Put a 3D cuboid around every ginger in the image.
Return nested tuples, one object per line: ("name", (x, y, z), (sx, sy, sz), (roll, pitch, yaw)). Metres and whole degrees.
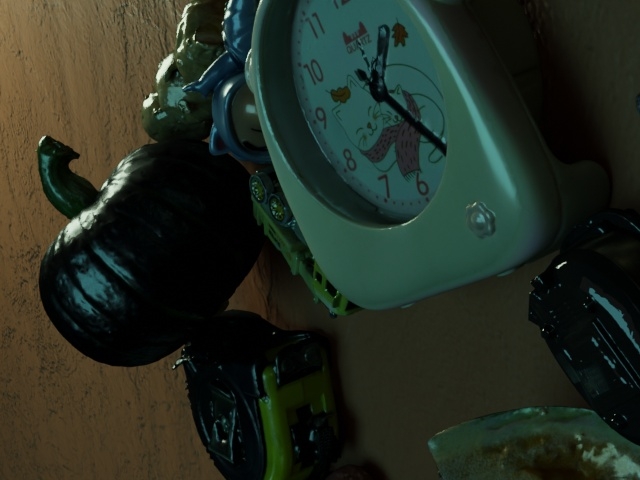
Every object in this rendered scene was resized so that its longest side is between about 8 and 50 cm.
("ginger", (-0.122, -0.159, 1.399), (0.204, 0.080, 0.104), (121, 155, -51))

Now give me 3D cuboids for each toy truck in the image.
("toy truck", (0.000, 0.000, 1.299), (0.169, 0.077, 0.100), (44, 143, 34))

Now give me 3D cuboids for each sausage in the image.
("sausage", (0.024, 0.258, 1.421), (0.094, 0.059, 0.054), (119, 137, -56))

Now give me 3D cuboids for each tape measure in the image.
("tape measure", (-0.060, 0.174, 1.460), (0.199, 0.112, 0.186), (14, 121, 55))

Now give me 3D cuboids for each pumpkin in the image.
("pumpkin", (-0.189, -0.009, 1.404), (0.248, 0.248, 0.248), (33, 133, 45))

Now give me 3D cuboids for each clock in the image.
("clock", (0.060, -0.118, 1.094), (0.265, 0.109, 0.324), (-21, 92, 55))

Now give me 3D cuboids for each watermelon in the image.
("watermelon", (0.241, 0.249, 1.027), (0.175, 0.188, 0.321), (-33, 64, 12))

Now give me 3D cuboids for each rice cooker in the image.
("rice cooker", (0.218, 0.061, 0.971), (0.165, 0.106, 0.112), (52, 148, 7))

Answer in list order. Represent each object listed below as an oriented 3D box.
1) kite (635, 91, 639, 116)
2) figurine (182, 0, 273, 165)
("kite", (0.297, -0.002, 0.900), (0.152, 0.015, 0.285), (-35, 74, 61))
("figurine", (-0.042, -0.152, 1.261), (0.144, 0.114, 0.178), (15, 110, 52))
